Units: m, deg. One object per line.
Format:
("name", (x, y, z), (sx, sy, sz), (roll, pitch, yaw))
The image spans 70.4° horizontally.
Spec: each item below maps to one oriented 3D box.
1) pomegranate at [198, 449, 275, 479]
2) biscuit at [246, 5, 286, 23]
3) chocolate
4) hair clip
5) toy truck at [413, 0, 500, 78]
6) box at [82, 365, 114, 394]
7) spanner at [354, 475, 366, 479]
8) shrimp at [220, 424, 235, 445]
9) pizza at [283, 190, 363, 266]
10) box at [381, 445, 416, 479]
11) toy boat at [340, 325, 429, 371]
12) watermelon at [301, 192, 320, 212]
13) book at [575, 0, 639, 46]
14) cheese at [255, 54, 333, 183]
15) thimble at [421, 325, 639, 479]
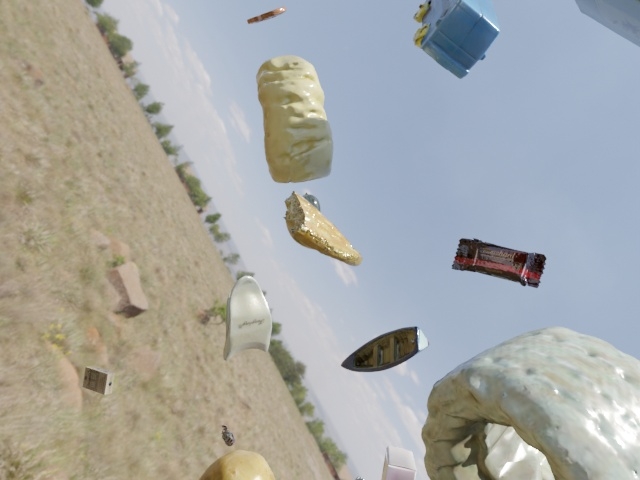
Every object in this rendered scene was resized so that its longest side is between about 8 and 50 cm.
("pomegranate", (-0.288, 0.860, 1.541), (0.307, 0.307, 0.307), (58, -11, 19))
("biscuit", (-0.118, -0.483, 0.979), (0.091, 0.078, 0.015), (4, -54, 39))
("chocolate", (0.378, 0.046, 0.966), (0.182, 0.086, 0.028), (12, -23, 24))
("hair clip", (-0.261, 0.271, 1.607), (0.113, 0.172, 0.282), (-18, -103, 58))
("toy truck", (0.345, -0.567, 1.164), (0.161, 0.385, 0.162), (31, -47, -13))
("box", (-0.556, 0.350, 1.136), (0.024, 0.083, 0.053), (15, 82, -66))
("spanner", (0.006, 0.692, 1.055), (0.093, 0.325, 0.026), (47, -28, 1))
("shrimp", (-0.243, 0.504, 1.180), (0.038, 0.029, 0.092), (45, -32, 35))
("pizza", (-0.006, -0.007, 1.013), (0.204, 0.081, 0.188), (34, 15, -30))
("box", (0.247, 0.850, 1.513), (0.203, 0.106, 0.252), (49, 50, -77))
("toy boat", (0.129, 0.238, 0.942), (0.229, 0.045, 0.080), (-37, -143, 43))
("watermelon", (-0.036, -0.089, 1.369), (0.078, 0.078, 0.111), (-166, -101, -76))
("book", (0.502, -0.286, 0.642), (0.264, 0.031, 0.379), (-5, 48, -52))
("cheese", (-0.053, -0.209, 0.794), (0.226, 0.117, 0.214), (-120, -162, -65))
("thimble", (0.270, 0.257, 0.521), (0.291, 0.195, 0.292), (38, -43, 46))
